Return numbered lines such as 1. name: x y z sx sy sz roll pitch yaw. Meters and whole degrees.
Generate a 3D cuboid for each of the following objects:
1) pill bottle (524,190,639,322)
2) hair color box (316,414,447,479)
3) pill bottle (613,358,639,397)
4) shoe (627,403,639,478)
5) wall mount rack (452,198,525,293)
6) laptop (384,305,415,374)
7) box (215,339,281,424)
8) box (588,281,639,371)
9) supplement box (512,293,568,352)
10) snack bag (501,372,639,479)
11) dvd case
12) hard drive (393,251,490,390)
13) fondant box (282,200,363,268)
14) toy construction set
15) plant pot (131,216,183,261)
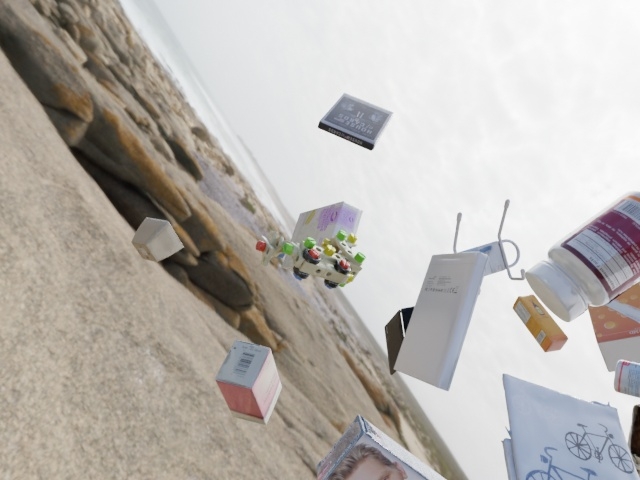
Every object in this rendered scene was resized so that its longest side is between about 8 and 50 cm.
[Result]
1. pill bottle: 0.827 0.053 1.410 0.224 0.392 0.224 52 5 -6
2. hair color box: 0.178 0.596 1.134 0.347 0.174 0.105 38 2 -5
3. pill bottle: 0.836 0.360 1.203 0.160 0.087 0.087 7 -40 40
4. shoe: 0.789 0.513 1.180 0.058 0.218 0.077 26 -20 -28
5. wall mount rack: 0.603 0.026 1.748 0.130 0.350 0.304 164 -89 -74
6. laptop: 0.390 0.404 1.970 0.136 0.265 0.234 62 20 -48
7. box: -0.219 0.447 1.502 0.232 0.127 0.148 81 24 -43
8. box: 1.131 0.287 1.779 0.168 0.215 0.345 55 32 -25
9. supplement box: 0.856 0.320 1.876 0.233 0.078 0.080 -110 -159 -45
10. snack bag: 0.531 0.465 1.014 0.342 0.323 0.037 -79 -170 -47
11. dvd case: 0.114 -0.373 1.482 0.179 0.238 0.029 24 -48 6
12. hard drive: 0.321 0.205 1.290 0.047 0.352 0.233 24 -11 -15
13. fondant box: 0.000 0.000 1.763 0.096 0.238 0.330 25 -17 -27
14. toy construction set: -0.015 0.039 1.364 0.215 0.328 0.151 -112 -144 -50
15. plant pot: -0.512 0.005 1.477 0.109 0.096 0.109 9 -43 33
